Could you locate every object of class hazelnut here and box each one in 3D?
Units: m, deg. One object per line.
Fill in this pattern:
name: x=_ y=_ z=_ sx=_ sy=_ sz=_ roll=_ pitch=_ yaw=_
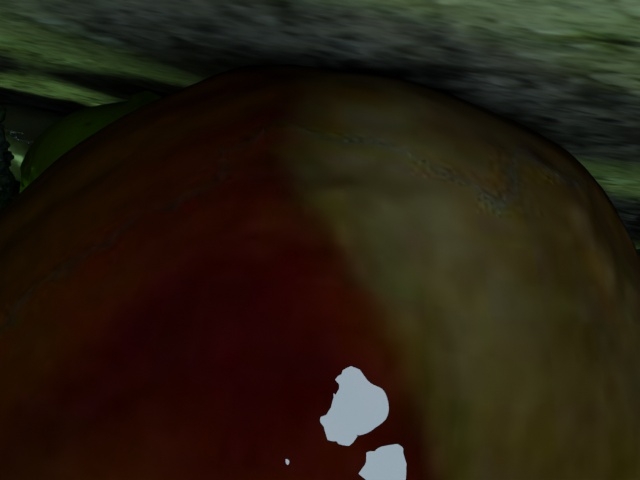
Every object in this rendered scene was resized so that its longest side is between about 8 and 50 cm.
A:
hazelnut: x=-0.008 y=0.101 z=0.809 sx=0.366 sy=0.366 sz=0.366 roll=11 pitch=176 yaw=1

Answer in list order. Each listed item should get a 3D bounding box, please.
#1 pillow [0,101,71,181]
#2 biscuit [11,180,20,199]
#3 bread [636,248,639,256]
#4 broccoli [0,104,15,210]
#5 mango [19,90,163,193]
pillow: x=-0.119 y=-0.044 z=1.163 sx=0.241 sy=0.051 sz=0.093 roll=17 pitch=176 yaw=-38
biscuit: x=-0.248 y=-0.057 z=1.171 sx=0.234 sy=0.030 sz=0.153 roll=24 pitch=-168 yaw=-10
bread: x=0.104 y=0.134 z=1.209 sx=0.239 sy=0.264 sz=0.395 roll=-11 pitch=-176 yaw=-27
broccoli: x=-0.234 y=-0.035 z=0.979 sx=0.160 sy=0.167 sz=0.154 roll=1 pitch=146 yaw=7
mango: x=-0.068 y=-0.024 z=1.003 sx=0.178 sy=0.100 sz=0.119 roll=5 pitch=-142 yaw=-26
